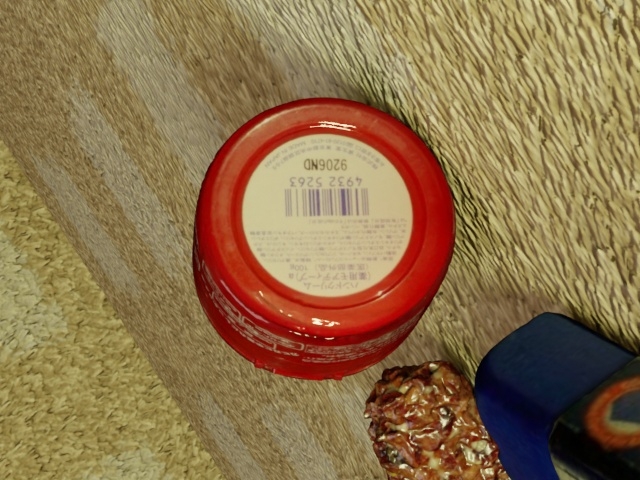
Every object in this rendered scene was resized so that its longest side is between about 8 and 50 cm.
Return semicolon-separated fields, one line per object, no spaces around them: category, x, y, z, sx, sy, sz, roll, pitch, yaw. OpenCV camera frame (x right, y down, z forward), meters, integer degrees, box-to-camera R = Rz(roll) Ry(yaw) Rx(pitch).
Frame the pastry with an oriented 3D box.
pastry;0.112;0.191;1.344;0.208;0.115;0.097;60;176;-21

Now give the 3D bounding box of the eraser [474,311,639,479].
eraser;0.231;0.168;0.951;0.332;0.102;0.155;33;154;58

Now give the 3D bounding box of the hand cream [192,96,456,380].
hand cream;0.000;0.000;1.135;0.193;0.193;0.125;54;164;9
